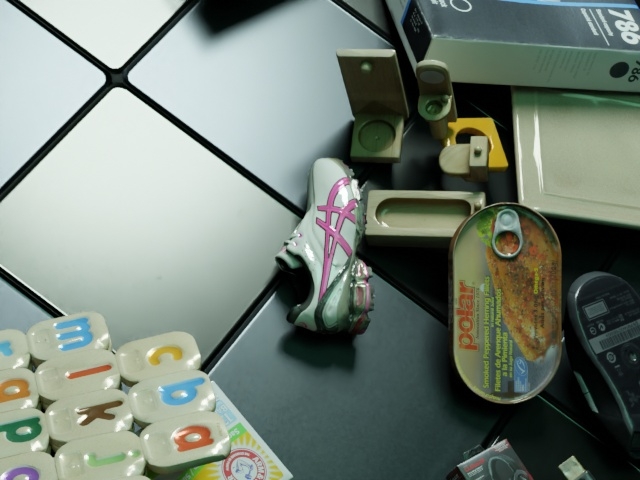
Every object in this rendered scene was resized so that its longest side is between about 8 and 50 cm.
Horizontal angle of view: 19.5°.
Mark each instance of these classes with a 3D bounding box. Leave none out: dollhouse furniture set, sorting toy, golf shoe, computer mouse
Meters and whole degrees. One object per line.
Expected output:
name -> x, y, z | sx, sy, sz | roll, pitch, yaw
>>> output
dollhouse furniture set -> 0.087, -0.088, 1.790 | 0.144, 0.123, 0.151 | 1, 64, 10
sorting toy -> 0.281, -0.086, 1.933 | 0.348, 0.047, 0.196 | 8, 54, -13
golf shoe -> 0.000, 0.000, 1.764 | 0.086, 0.067, 0.186 | 4, 59, -17
computer mouse -> 0.274, 0.169, 1.772 | 0.184, 0.060, 0.262 | -25, 83, -35

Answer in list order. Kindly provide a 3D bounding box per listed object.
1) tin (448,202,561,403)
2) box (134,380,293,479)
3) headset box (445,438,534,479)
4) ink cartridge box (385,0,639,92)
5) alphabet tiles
tin -> 0.172, 0.059, 1.762 | 0.106, 0.040, 0.189 | 1, 89, -13
box -> -0.140, 0.227, 1.551 | 0.203, 0.103, 0.114 | -34, 76, -33
headset box -> 0.161, 0.227, 1.707 | 0.062, 0.032, 0.083 | -23, 72, -30
ink cartridge box -> 0.241, -0.231, 1.973 | 0.333, 0.065, 0.165 | 2, 42, -21
alphabet tiles -> -0.222, 0.157, 1.519 | 0.278, 0.021, 0.284 | -13, 35, -9
